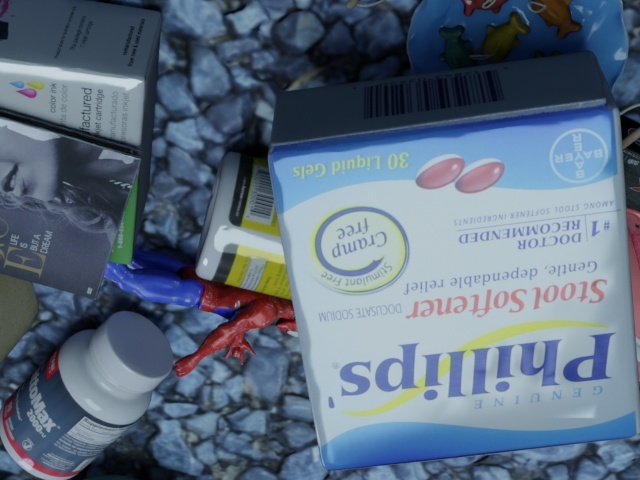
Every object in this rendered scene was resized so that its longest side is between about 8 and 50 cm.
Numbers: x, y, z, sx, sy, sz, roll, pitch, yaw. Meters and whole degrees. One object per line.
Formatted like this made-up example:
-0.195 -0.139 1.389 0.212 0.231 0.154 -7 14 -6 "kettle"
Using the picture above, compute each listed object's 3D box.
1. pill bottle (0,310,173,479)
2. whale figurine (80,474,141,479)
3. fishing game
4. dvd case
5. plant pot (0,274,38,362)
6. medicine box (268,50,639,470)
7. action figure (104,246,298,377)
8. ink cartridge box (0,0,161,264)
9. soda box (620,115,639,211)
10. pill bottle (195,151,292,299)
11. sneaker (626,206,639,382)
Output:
-0.232 0.152 1.472 0.108 0.108 0.180 34 122 -22 "pill bottle"
-0.221 0.350 1.639 0.216 0.141 0.272 -5 153 7 "whale figurine"
0.162 -0.158 1.208 0.264 0.041 0.189 45 121 -11 "fishing game"
-0.275 -0.040 1.224 0.221 0.018 0.164 16 128 -9 "dvd case"
-0.401 0.086 1.316 0.274 0.256 0.256 -31 134 -27 "plant pot"
0.111 0.017 1.186 0.263 0.149 0.289 -7 113 5 "medicine box"
-0.145 0.070 1.411 0.280 0.091 0.139 15 120 -7 "action figure"
-0.286 -0.105 1.260 0.278 0.117 0.201 8 129 -2 "ink cartridge box"
0.295 -0.059 1.300 0.169 0.060 0.053 24 125 -14 "soda box"
0.000 0.000 1.328 0.208 0.119 0.119 14 128 -8 "pill bottle"
0.230 -0.006 1.338 0.314 0.116 0.136 37 102 -23 "sneaker"
